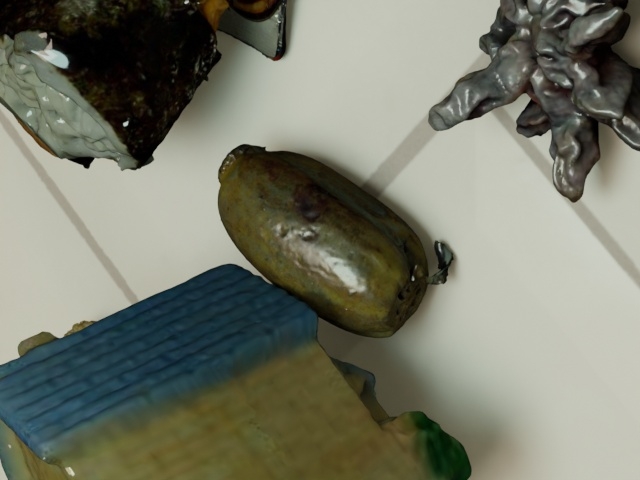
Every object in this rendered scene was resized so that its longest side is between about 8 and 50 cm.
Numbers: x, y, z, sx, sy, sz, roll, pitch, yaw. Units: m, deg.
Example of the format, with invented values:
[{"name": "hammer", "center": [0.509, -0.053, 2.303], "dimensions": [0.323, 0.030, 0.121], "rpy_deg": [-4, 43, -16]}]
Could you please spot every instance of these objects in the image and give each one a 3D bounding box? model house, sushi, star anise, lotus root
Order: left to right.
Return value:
[{"name": "sushi", "center": [-0.237, -0.199, 1.493], "dimensions": [0.348, 0.207, 0.234], "rpy_deg": [25, 159, 45]}, {"name": "model house", "center": [-0.120, 0.226, 1.405], "dimensions": [0.342, 0.334, 0.382], "rpy_deg": [53, 150, 21]}, {"name": "lotus root", "center": [0.000, 0.000, 1.412], "dimensions": [0.241, 0.124, 0.123], "rpy_deg": [36, 109, 24]}, {"name": "star anise", "center": [0.200, -0.173, 1.235], "dimensions": [0.212, 0.129, 0.282], "rpy_deg": [6, 94, 47]}]

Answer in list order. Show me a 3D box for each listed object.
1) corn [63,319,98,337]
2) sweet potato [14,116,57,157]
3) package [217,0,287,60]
[{"name": "corn", "center": [-0.221, 0.228, 1.651], "dimensions": [0.098, 0.098, 0.290], "rpy_deg": [-15, 88, 38]}, {"name": "sweet potato", "center": [-0.342, -0.176, 1.668], "dimensions": [0.202, 0.058, 0.055], "rpy_deg": [51, 168, 20]}, {"name": "package", "center": [-0.075, -0.311, 1.449], "dimensions": [0.154, 0.030, 0.239], "rpy_deg": [29, 119, 32]}]
